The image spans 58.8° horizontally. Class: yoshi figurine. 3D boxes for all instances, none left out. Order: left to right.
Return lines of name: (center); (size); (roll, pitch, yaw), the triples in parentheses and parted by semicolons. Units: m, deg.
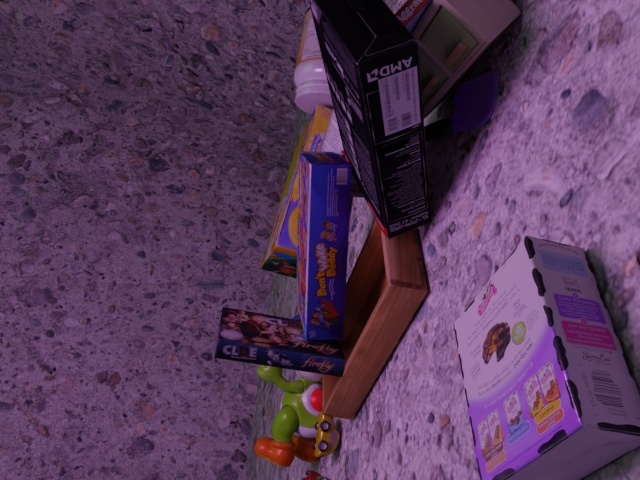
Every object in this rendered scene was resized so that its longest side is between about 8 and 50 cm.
yoshi figurine: (-0.063, 0.356, 1.424); (0.203, 0.203, 0.362); (172, 113, -86)

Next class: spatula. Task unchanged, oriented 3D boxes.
spatula: (0.214, -0.204, 0.972); (0.296, 0.030, 0.084); (160, 119, -78)

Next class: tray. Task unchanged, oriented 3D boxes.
tray: (0.092, 0.156, 1.127); (0.202, 0.076, 0.410); (-90, 16, -48)

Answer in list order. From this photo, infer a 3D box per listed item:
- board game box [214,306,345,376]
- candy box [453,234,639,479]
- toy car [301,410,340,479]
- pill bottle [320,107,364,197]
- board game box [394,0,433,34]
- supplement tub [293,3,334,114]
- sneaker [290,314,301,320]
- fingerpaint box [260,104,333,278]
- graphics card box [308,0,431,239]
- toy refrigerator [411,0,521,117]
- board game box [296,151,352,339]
board game box: (-0.084, 0.200, 1.137); (0.165, 0.243, 0.042); (-119, 41, -74)
candy box: (0.206, 0.123, 0.550); (0.164, 0.070, 0.196); (112, 164, -47)
toy car: (0.010, 0.519, 1.221); (0.225, 0.053, 0.238); (-122, 44, -75)
pill bottle: (0.100, -0.254, 1.283); (0.160, 0.161, 0.283); (-94, 18, -56)
board game box: (0.182, -0.378, 0.922); (0.145, 0.027, 0.281); (-44, -1, 15)
supplement tub: (0.044, -0.548, 1.713); (0.228, 0.229, 0.316); (149, 131, -76)
sneaker: (-0.066, 0.222, 1.325); (0.221, 0.083, 0.087); (-19, 26, 31)
fingerpaint box: (-0.030, -0.128, 1.761); (0.371, 0.163, 0.444); (134, 152, -72)
graphics card box: (0.085, -0.205, 0.921); (0.370, 0.094, 0.232); (70, 178, -50)
toy refrigerator: (0.190, -0.295, 0.915); (0.094, 0.102, 0.269); (-44, -1, -20)
board game box: (0.000, 0.000, 1.184); (0.233, 0.078, 0.346); (-117, 28, -74)
